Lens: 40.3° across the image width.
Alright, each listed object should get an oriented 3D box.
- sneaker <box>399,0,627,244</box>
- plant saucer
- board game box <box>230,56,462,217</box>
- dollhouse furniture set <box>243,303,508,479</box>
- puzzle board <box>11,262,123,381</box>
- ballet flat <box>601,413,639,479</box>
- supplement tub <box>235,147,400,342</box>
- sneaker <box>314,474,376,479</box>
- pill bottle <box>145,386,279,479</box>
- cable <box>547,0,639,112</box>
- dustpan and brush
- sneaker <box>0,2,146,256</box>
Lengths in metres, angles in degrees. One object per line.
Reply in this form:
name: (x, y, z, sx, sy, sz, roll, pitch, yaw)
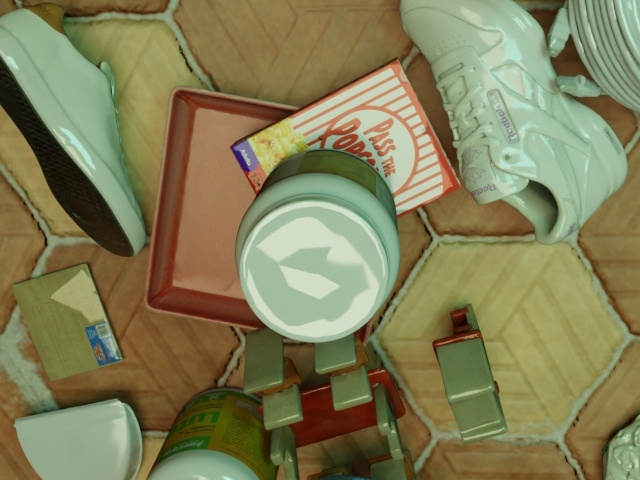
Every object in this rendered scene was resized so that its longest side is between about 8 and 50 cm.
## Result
sneaker: (0.178, -0.129, 0.870, 0.305, 0.114, 0.152, 46, 66, -7)
plant saucer: (-0.052, -0.026, 0.971, 0.259, 0.047, 0.258, 10, 105, 0)
board game box: (0.027, -0.080, 0.903, 0.194, 0.045, 0.146, -27, 102, 10)
dollhouse furniture set: (0.064, 0.174, 0.965, 0.259, 0.135, 0.262, -17, 126, 9)
puzzle board: (-0.300, 0.098, 1.037, 0.096, 0.011, 0.128, -16, 104, 6)
ballet flat: (0.512, 0.222, 0.957, 0.409, 0.147, 0.147, -20, 102, 9)
supplement tub: (0.000, 0.000, 0.799, 0.144, 0.199, 0.144, 1, 106, 4)
sneaker: (0.070, 0.323, 0.941, 0.209, 0.082, 0.069, 34, 119, -24)
pill bottle: (-0.119, 0.270, 0.948, 0.136, 0.245, 0.136, 1, 105, 3)
cable: (0.361, -0.240, 0.830, 0.257, 0.089, 0.257, 12, 91, -16)
dustpan and brush: (-0.274, 0.297, 1.071, 0.147, 0.060, 0.211, -12, 97, 8)
sneaker: (-0.243, -0.117, 0.934, 0.106, 0.123, 0.290, 7, 132, 39)
